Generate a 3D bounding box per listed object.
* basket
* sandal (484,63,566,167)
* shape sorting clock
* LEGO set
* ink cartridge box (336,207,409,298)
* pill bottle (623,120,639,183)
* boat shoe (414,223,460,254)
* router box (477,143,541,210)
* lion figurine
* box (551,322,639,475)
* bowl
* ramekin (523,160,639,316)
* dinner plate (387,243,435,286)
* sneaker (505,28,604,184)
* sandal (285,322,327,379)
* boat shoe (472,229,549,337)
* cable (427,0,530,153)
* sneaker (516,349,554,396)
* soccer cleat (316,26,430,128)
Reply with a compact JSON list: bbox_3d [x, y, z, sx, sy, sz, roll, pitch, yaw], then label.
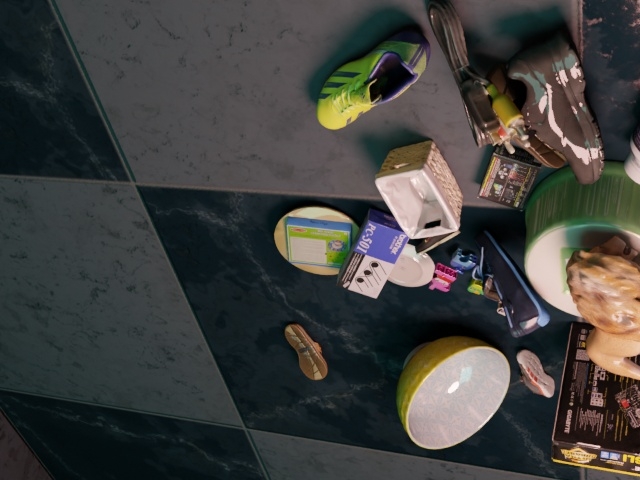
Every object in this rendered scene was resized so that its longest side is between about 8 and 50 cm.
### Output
[{"bbox_3d":[0.197,-0.100,1.764,0.113,0.103,0.167,-10,130,33],"label":"basket"},{"bbox_3d":[0.356,-0.214,1.597,0.219,0.090,0.060,41,170,-21],"label":"sandal"},{"bbox_3d":[0.000,0.000,2.012,0.206,0.040,0.206,7,139,7],"label":"shape sorting clock"},{"bbox_3d":[0.330,0.095,1.932,0.227,0.087,0.093,24,143,-11],"label":"LEGO set"},{"bbox_3d":[0.114,0.030,1.958,0.097,0.046,0.207,19,131,-7],"label":"ink cartridge box"},{"bbox_3d":[0.579,-0.180,1.494,0.108,0.108,0.193,21,139,3],"label":"pill bottle"},{"bbox_3d":[0.238,-0.007,1.895,0.042,0.049,0.133,57,143,4],"label":"boat shoe"},{"bbox_3d":[0.358,-0.120,1.717,0.092,0.038,0.122,18,139,6],"label":"router box"},{"bbox_3d":[0.546,0.165,1.634,0.240,0.142,0.392,16,144,19],"label":"lion figurine"},{"bbox_3d":[0.622,0.320,1.853,0.257,0.322,0.079,7,136,18],"label":"box"},{"bbox_3d":[0.281,0.327,2.123,0.156,0.289,0.289,45,163,48],"label":"bowl"},{"bbox_3d":[0.526,0.012,1.696,0.304,0.148,0.303,13,139,12],"label":"ramekin"},{"bbox_3d":[0.184,0.059,2.011,0.141,0.017,0.141,12,137,12],"label":"dinner plate"},{"bbox_3d":[0.396,-0.212,1.531,0.130,0.109,0.286,-18,118,16],"label":"sneaker"},{"bbox_3d":[-0.031,0.280,2.333,0.072,0.049,0.180,-17,111,31],"label":"sandal"},{"bbox_3d":[0.348,0.079,1.771,0.089,0.258,0.109,-39,126,15],"label":"boat shoe"},{"bbox_3d":[0.261,-0.271,1.522,0.139,0.072,0.287,110,138,-80],"label":"cable"},{"bbox_3d":[0.486,0.316,2.117,0.065,0.061,0.158,-10,129,41],"label":"sneaker"},{"bbox_3d":[0.078,-0.272,1.618,0.093,0.121,0.289,39,138,-18],"label":"soccer cleat"}]
